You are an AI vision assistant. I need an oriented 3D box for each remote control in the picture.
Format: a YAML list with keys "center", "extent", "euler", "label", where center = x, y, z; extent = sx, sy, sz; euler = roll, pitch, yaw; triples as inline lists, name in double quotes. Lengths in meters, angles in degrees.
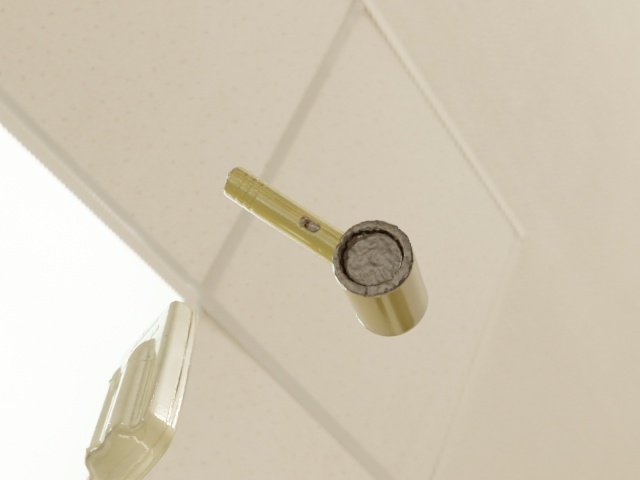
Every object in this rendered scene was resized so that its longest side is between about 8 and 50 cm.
- center: [-0.149, 0.124, 0.843]
  extent: [0.049, 0.090, 0.230]
  euler: [39, -167, -14]
  label: "remote control"

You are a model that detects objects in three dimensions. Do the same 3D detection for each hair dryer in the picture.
- center: [0.000, 0.000, 1.173]
  extent: [0.090, 0.278, 0.135]
  euler: [-51, -27, -12]
  label: "hair dryer"
